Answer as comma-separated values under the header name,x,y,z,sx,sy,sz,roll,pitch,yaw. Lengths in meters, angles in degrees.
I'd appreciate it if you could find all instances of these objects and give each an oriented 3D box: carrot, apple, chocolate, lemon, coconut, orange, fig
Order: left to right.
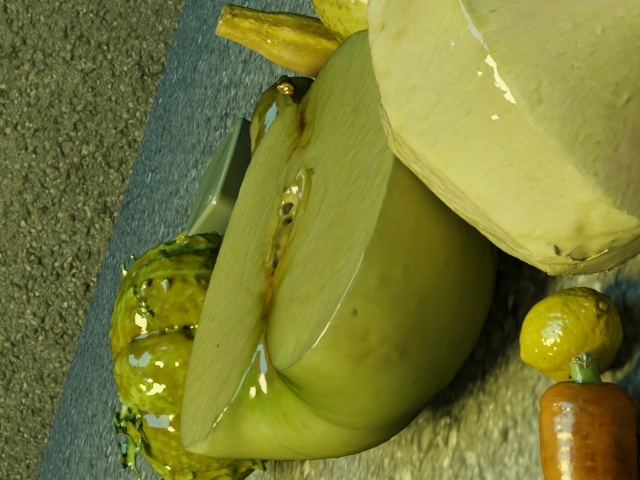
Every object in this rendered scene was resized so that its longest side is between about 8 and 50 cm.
name,x,y,z,sx,sy,sz,roll,pitch,yaw
orange,-0.121,0.143,1.144,0.301,0.223,0.300,91,174,-71
fig,-0.034,-0.150,1.192,0.245,0.149,0.149,72,-153,-69
chocolate,-0.018,-0.239,1.200,0.085,0.219,0.086,-165,90,-73
apple,0.000,0.000,0.872,0.312,0.319,0.360,66,-153,-48
coconut,0.153,-0.108,0.622,0.259,0.259,0.259,-53,28,44
lemon,0.169,0.066,0.676,0.092,0.065,0.065,-48,31,48
carrot,0.169,0.196,0.603,0.061,0.061,0.257,145,130,-60

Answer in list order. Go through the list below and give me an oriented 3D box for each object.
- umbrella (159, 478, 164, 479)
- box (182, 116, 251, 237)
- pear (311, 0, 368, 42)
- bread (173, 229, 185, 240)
name,x,y,z,sx,sy,sz,roll,pitch,yaw
umbrella,-0.195,0.415,1.353,0.248,0.070,0.071,-108,39,-59
box,-0.097,-0.053,1.343,0.148,0.129,0.210,-50,20,39
pear,0.096,-0.262,0.975,0.197,0.197,0.197,-53,28,44
bread,-0.211,0.112,1.573,0.173,0.121,0.311,136,147,-55
